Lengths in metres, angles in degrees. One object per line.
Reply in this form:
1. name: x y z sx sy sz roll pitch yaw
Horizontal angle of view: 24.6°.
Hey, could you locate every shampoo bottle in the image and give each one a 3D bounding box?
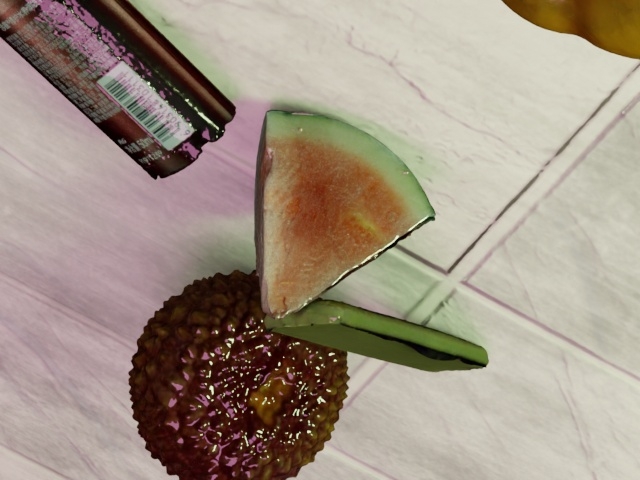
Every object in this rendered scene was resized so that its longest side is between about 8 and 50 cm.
1. shampoo bottle: -0.231 -0.198 1.396 0.129 0.084 0.323 -28 119 39

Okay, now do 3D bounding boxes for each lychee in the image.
1. lychee: -0.103 0.156 1.625 0.271 0.271 0.271 13 140 11

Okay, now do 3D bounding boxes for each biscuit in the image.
1. biscuit: 0.070 0.102 1.518 0.099 0.038 0.322 -6 166 35

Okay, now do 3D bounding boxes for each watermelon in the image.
1. watermelon: 0.010 -0.009 1.447 0.207 0.202 0.136 15 175 20

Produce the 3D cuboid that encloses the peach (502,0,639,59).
1. peach: 0.211 -0.254 1.038 0.251 0.153 0.251 27 138 28
